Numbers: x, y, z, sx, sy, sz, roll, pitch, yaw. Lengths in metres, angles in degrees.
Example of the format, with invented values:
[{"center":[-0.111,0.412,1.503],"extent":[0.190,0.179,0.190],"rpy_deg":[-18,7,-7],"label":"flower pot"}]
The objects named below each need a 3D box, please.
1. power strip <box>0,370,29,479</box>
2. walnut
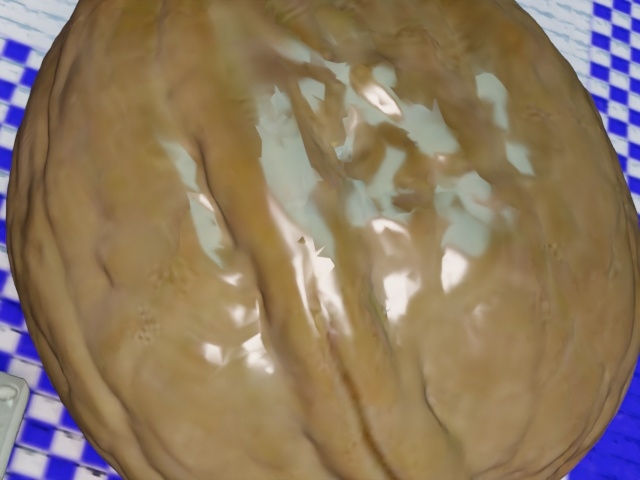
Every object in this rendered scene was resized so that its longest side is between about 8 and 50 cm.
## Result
[{"center":[-0.213,0.182,0.612],"extent":[0.106,0.043,0.367],"rpy_deg":[20,51,-10],"label":"power strip"},{"center":[0.000,-0.001,0.707],"extent":[0.277,0.252,0.313],"rpy_deg":[-10,71,-30],"label":"walnut"}]
